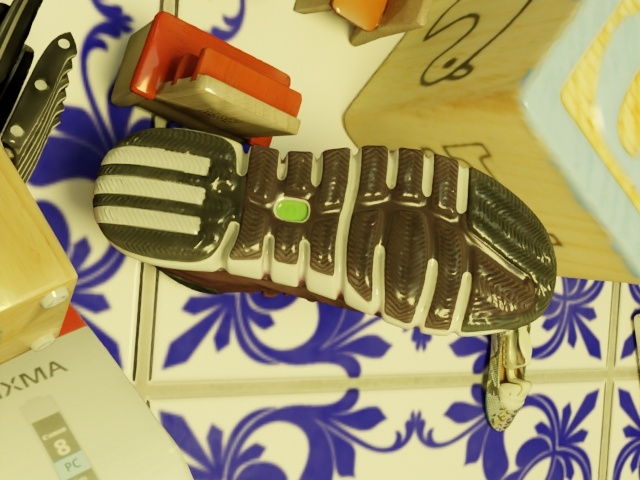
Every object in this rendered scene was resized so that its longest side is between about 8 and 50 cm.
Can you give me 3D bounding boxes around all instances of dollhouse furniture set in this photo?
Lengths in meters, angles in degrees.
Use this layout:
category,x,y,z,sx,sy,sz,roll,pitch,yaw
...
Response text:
category,x,y,z,sx,sy,sz,roll,pitch,yaw
dollhouse furniture set,-0.037,-0.195,0.574,0.262,0.135,0.259,21,81,-32

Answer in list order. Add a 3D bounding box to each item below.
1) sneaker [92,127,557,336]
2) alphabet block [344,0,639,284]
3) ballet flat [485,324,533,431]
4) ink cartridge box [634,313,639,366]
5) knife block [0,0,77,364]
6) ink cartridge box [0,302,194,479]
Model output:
category,x,y,z,sx,sy,sz,roll,pitch,yaw
sneaker,0.000,0.000,0.582,0.281,0.162,0.106,14,78,-5
alphabet block,0.175,-0.097,0.683,0.193,0.197,0.192,48,67,-26
ballet flat,0.170,0.116,0.783,0.041,0.041,0.114,0,92,-33
ink cartridge box,0.450,0.129,0.931,0.237,0.100,0.172,-17,101,-33
knife block,-0.239,-0.036,0.429,0.276,0.088,0.242,-28,77,-32
ink cartridge box,-0.232,0.127,0.424,0.308,0.091,0.385,-23,86,-30
